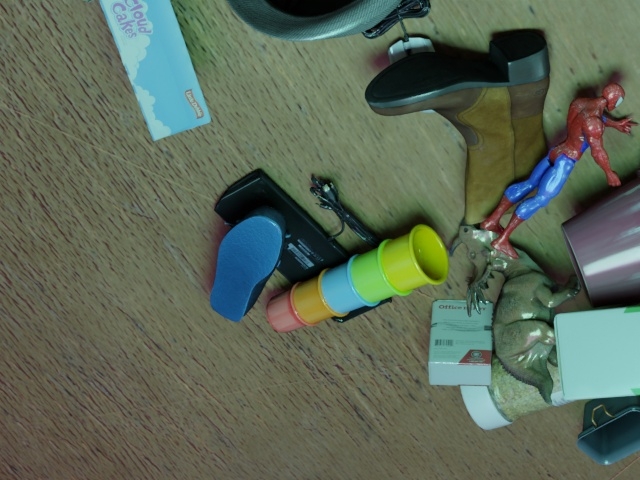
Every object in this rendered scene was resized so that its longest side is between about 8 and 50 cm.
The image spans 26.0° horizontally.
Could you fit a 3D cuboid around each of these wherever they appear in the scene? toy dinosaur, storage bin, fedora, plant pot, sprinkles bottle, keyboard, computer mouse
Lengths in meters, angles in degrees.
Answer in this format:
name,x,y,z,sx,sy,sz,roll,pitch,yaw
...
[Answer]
name,x,y,z,sx,sy,sz,roll,pitch,yaw
toy dinosaur,0.299,0.116,2.094,0.200,0.296,0.127,-5,159,15
storage bin,0.490,0.292,2.295,0.098,0.091,0.135,38,125,-22
fedora,0.018,-0.342,1.757,0.275,0.244,0.124,-43,153,-5
plant pot,0.447,0.006,1.958,0.180,0.201,0.201,-21,126,5
sprinkles bottle,0.402,0.196,2.208,0.355,0.121,0.121,-22,124,25
keyboard,0.000,0.000,2.164,0.201,0.033,0.317,-26,123,35
computer mouse,0.132,-0.247,1.922,0.106,0.042,0.193,-15,126,20

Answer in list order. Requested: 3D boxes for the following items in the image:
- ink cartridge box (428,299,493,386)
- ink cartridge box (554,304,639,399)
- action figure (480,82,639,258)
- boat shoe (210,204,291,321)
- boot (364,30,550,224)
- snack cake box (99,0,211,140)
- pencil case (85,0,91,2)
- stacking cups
name,x,y,z,sx,sy,sz,roll,pitch,yaw
ink cartridge box,0.224,0.163,2.198,0.099,0.135,0.056,1,133,9
ink cartridge box,0.473,0.150,1.942,0.211,0.289,0.122,-8,84,26
action figure,0.360,-0.094,1.940,0.139,0.091,0.280,20,118,-25
boat shoe,-0.112,0.020,2.136,0.109,0.089,0.258,35,139,-1
boot,0.201,-0.142,1.949,0.264,0.096,0.280,-20,134,-12
snack cake box,-0.236,-0.287,1.863,0.089,0.152,0.264,-19,127,-2
pencil case,-0.145,-0.430,1.648,0.410,0.160,0.183,-23,157,-3
stacking cups,0.046,0.063,2.140,0.316,0.096,0.096,-20,125,37
